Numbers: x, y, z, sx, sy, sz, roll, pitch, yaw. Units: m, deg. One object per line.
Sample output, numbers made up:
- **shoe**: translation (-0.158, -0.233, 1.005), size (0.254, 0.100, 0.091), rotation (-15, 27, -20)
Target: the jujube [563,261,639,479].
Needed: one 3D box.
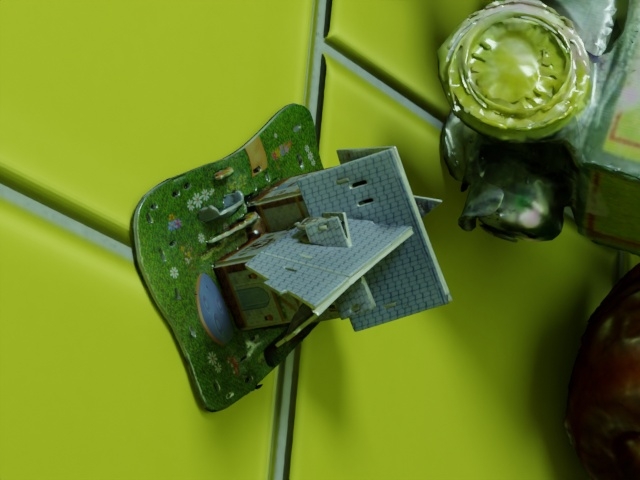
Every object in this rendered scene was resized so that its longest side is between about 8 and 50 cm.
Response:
- **jujube**: translation (0.263, 0.082, 1.195), size (0.243, 0.183, 0.183), rotation (-36, 110, -41)

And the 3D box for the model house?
- **model house**: translation (0.000, 0.000, 0.942), size (0.167, 0.088, 0.117), rotation (-34, 109, -51)

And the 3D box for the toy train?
- **toy train**: translation (0.168, -0.111, 1.080), size (0.134, 0.177, 0.261), rotation (71, 38, -72)
